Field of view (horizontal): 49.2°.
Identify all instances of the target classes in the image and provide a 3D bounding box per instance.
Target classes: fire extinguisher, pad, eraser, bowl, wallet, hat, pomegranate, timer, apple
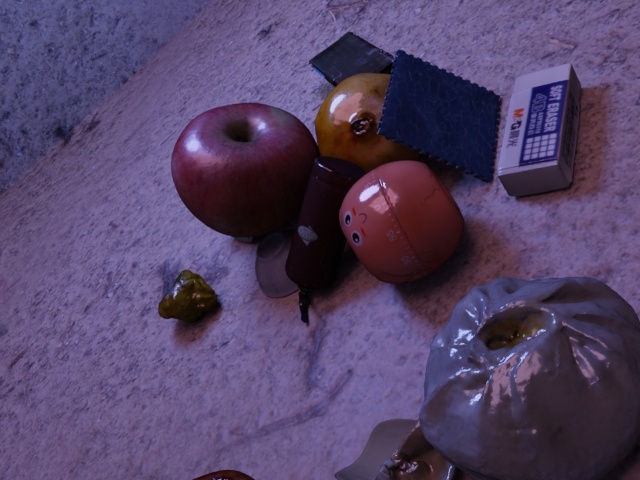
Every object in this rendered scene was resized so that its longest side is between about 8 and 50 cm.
[{"bbox_3d":[0.000,0.000,1.486,0.135,0.114,0.337,-107,31,-64],"label":"fire extinguisher"},{"bbox_3d":[0.259,-0.270,1.486,0.012,0.269,0.269,125,162,-55],"label":"pad"},{"bbox_3d":[0.437,-0.222,1.389,0.124,0.081,0.279,-9,49,37],"label":"eraser"},{"bbox_3d":[-0.092,0.034,1.634,0.189,0.086,0.189,-24,42,24],"label":"bowl"},{"bbox_3d":[0.093,-0.508,2.018,0.169,0.044,0.317,-39,38,0],"label":"wallet"},{"bbox_3d":[0.126,0.375,1.134,0.166,0.144,0.173,-45,-11,-26],"label":"hat"},{"bbox_3d":[0.114,-0.248,1.567,0.264,0.264,0.264,-25,41,24],"label":"pomegranate"},{"bbox_3d":[0.154,-0.035,1.352,0.215,0.229,0.229,-34,38,15],"label":"timer"},{"bbox_3d":[-0.169,-0.156,1.619,0.345,0.269,0.344,2,48,-2],"label":"apple"}]

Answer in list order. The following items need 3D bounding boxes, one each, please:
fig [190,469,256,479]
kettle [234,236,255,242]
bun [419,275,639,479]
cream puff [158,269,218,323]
[{"bbox_3d":[-0.167,0.510,1.218,0.175,0.207,0.175,-6,20,2],"label":"fig"},{"bbox_3d":[-0.150,-0.126,1.807,0.211,0.160,0.243,23,65,31],"label":"kettle"},{"bbox_3d":[0.298,0.195,1.009,0.354,0.194,0.354,-19,44,20],"label":"bun"},{"bbox_3d":[-0.325,0.146,1.733,0.146,0.116,0.146,-55,10,14],"label":"cream puff"}]
